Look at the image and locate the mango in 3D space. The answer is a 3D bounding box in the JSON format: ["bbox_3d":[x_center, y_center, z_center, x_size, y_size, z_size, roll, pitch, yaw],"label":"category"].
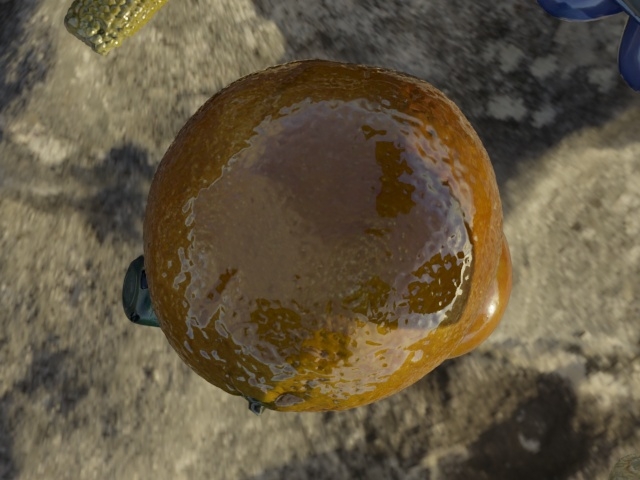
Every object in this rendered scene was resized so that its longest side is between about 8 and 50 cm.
[{"bbox_3d":[0.134,0.035,1.526,0.139,0.254,0.175,30,99,-13],"label":"mango"}]

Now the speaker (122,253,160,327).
[{"bbox_3d":[-0.131,0.043,1.150,0.075,0.094,0.060,10,88,-25],"label":"speaker"}]

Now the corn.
[{"bbox_3d":[-0.162,-0.314,1.438,0.086,0.086,0.288,44,74,-16],"label":"corn"}]

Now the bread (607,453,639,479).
[{"bbox_3d":[0.356,0.306,1.405,0.134,0.148,0.141,10,103,25],"label":"bread"}]

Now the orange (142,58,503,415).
[{"bbox_3d":[0.000,0.000,0.965,0.264,0.264,0.264,-2,107,-6],"label":"orange"}]

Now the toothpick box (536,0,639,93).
[{"bbox_3d":[0.239,-0.207,0.576,0.355,0.263,0.263,-39,107,22],"label":"toothpick box"}]
